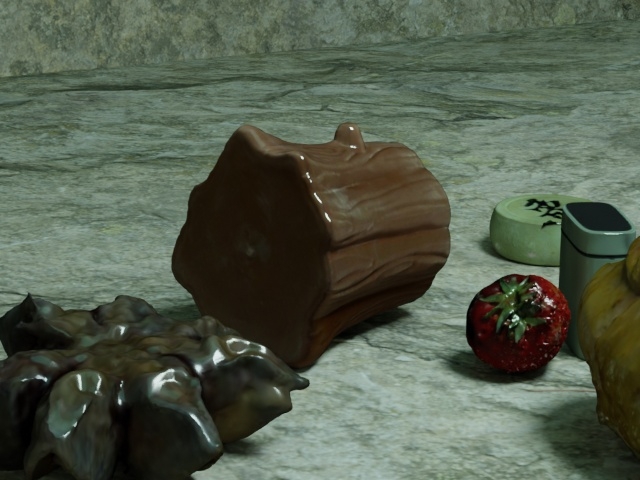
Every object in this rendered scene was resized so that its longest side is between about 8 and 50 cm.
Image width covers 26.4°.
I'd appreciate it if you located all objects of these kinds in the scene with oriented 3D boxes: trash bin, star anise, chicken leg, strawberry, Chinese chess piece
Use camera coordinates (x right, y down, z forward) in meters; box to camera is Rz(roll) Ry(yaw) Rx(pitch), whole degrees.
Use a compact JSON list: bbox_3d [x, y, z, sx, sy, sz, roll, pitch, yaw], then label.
[{"bbox_3d":[0.270,0.038,1.341,0.059,0.129,0.116,0,16,-1],"label":"trash bin"},{"bbox_3d":[-0.179,0.117,1.117,0.315,0.108,0.315,5,22,-2],"label":"star anise"},{"bbox_3d":[0.353,0.133,1.009,0.295,0.182,0.409,15,20,-6],"label":"chicken leg"},{"bbox_3d":[0.188,0.081,1.281,0.106,0.106,0.106,0,17,0],"label":"strawberry"},{"bbox_3d":[0.276,-0.015,1.646,0.144,0.058,0.144,0,17,0],"label":"Chinese chess piece"}]

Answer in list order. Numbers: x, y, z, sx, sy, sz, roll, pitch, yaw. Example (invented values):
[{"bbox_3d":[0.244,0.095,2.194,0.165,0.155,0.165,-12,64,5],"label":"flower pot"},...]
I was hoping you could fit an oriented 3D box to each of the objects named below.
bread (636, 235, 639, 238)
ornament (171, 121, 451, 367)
[{"bbox_3d":[0.556,0.063,1.445,0.405,0.242,0.345,-35,24,1],"label":"bread"},{"bbox_3d":[0.000,0.000,1.376,0.221,0.235,0.218,-22,-7,42],"label":"ornament"}]
